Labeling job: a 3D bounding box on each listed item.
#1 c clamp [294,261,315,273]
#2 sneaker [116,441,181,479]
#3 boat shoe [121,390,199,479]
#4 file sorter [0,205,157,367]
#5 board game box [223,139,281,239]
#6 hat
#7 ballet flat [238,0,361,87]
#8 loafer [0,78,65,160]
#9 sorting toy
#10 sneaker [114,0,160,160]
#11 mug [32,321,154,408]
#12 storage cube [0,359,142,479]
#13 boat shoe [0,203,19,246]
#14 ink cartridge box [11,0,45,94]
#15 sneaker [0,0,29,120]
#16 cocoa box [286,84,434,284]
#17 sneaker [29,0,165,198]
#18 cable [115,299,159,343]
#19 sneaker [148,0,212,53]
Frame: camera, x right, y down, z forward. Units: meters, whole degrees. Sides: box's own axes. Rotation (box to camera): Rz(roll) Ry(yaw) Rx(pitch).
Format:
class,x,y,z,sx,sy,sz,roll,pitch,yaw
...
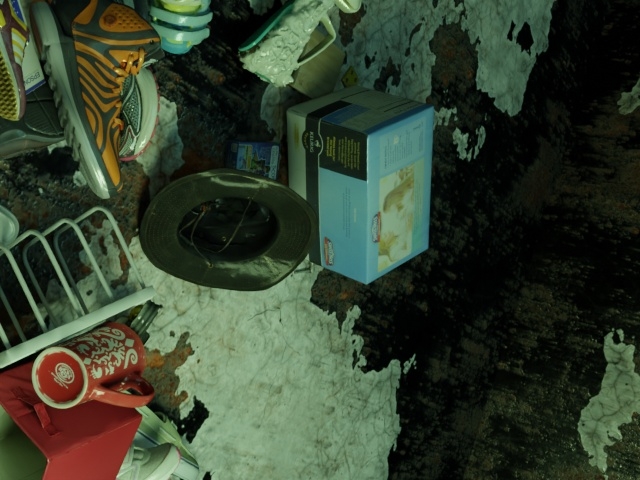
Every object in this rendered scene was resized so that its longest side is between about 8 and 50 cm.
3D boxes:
class,x,y,z,sx,sy,sz,roll,pitch,yaw
c clamp,0.000,0.000,2.280,0.137,0.022,0.160,2,101,-54
sneaker,-0.375,0.400,1.751,0.252,0.103,0.111,-16,109,-8
boat shoe,-0.319,0.377,1.896,0.302,0.109,0.094,49,60,-46
file sorter,-0.441,0.081,1.522,0.278,0.193,0.173,-27,91,-48
board game box,-0.146,-0.104,2.030,0.136,0.035,0.201,-5,105,-53
hat,-0.176,-0.048,1.881,0.134,0.331,0.331,-101,170,-47
ballet flat,-0.003,-0.469,1.973,0.409,0.147,0.147,-51,140,-10
loafer,-0.488,-0.174,1.507,0.302,0.095,0.109,-27,91,-52
sorting toy,-0.012,-0.365,2.117,0.274,0.046,0.132,26,80,-54
sneaker,-0.345,-0.280,1.634,0.112,0.121,0.299,-11,97,-35
mug,-0.334,0.192,1.490,0.169,0.150,0.113,-11,106,-74
storage cube,-0.434,0.315,1.592,0.193,0.184,0.215,-19,143,-51
boat shoe,-0.543,-0.027,1.462,0.258,0.084,0.095,11,92,-55
ink cartridge box,-0.513,-0.360,1.386,0.176,0.069,0.371,-51,136,-48
sneaker,-0.442,-0.265,1.407,0.084,0.070,0.185,-46,137,-50
cocoa box,0.086,-0.125,2.117,0.231,0.228,0.347,-28,128,-41
sneaker,-0.313,-0.234,1.507,0.180,0.124,0.321,-17,92,-20
cable,-0.338,0.158,1.696,0.139,0.072,0.287,-49,179,-15
sneaker,-0.230,-0.413,1.636,0.319,0.127,0.208,-80,-177,-80
